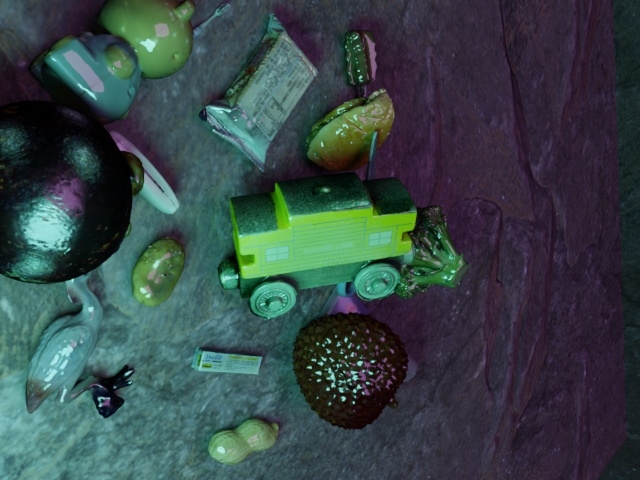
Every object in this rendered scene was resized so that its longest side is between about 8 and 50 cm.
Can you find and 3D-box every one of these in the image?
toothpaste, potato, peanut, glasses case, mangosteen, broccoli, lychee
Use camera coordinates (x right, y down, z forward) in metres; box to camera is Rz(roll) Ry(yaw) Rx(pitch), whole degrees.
[{"bbox_3d":[0.134,0.266,1.533,0.371,0.080,0.125,44,67,-27],"label":"toothpaste"},{"bbox_3d":[-0.317,0.060,1.089,0.091,0.070,0.138,42,70,-43],"label":"potato"},{"bbox_3d":[-0.204,0.269,1.243,0.164,0.034,0.046,16,85,-42],"label":"toothpaste"},{"bbox_3d":[-0.170,0.456,1.273,0.187,0.082,0.082,-10,103,-42],"label":"peanut"},{"bbox_3d":[-0.337,-0.125,1.043,0.049,0.074,0.193,-51,125,-21],"label":"glasses case"},{"bbox_3d":[-0.410,-0.072,0.861,0.287,0.288,0.288,-7,100,-41],"label":"mangosteen"},{"bbox_3d":[0.278,0.035,1.521,0.269,0.241,0.261,-59,155,3],"label":"broccoli"},{"bbox_3d":[0.073,0.305,1.344,0.304,0.275,0.276,39,68,-11],"label":"lychee"}]

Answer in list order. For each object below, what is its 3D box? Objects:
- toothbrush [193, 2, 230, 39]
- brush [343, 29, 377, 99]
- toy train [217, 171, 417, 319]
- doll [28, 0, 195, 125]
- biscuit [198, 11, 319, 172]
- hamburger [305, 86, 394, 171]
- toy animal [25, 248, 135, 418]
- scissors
[{"bbox_3d":[-0.252,-0.412,1.117,0.220,0.019,0.016,-52,131,-24],"label":"toothbrush"},{"bbox_3d":[0.111,-0.377,1.424,0.084,0.071,0.301,-24,117,-41],"label":"brush"},{"bbox_3d":[0.000,0.000,1.183,0.441,0.179,0.273,-9,130,-12],"label":"toy train"},{"bbox_3d":[-0.333,-0.323,0.952,0.261,0.177,0.161,-51,121,-22],"label":"doll"},{"bbox_3d":[-0.119,-0.326,1.210,0.186,0.079,0.309,41,69,-35],"label":"biscuit"},{"bbox_3d":[0.077,-0.249,1.294,0.155,0.207,0.136,-19,84,-44],"label":"hamburger"},{"bbox_3d":[-0.434,0.174,0.987,0.195,0.090,0.324,-21,119,-45],"label":"toy animal"},{"bbox_3d":[0.110,-0.059,1.361,0.192,0.029,0.447,-40,144,-44],"label":"scissors"}]
